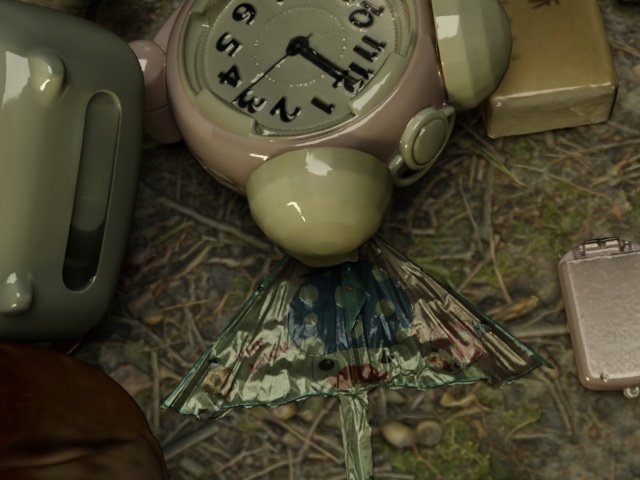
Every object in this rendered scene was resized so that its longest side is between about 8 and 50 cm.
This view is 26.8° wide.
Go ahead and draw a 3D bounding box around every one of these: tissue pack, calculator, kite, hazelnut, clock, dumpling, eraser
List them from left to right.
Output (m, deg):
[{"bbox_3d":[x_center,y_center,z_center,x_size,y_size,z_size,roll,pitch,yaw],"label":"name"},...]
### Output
[{"bbox_3d":[-0.305,0.256,1.187,0.372,0.315,0.372,-3,59,5],"label":"hazelnut"},{"bbox_3d":[-0.297,-0.062,1.305,0.236,0.229,0.333,13,95,40],"label":"tissue pack"},{"bbox_3d":[-0.004,-0.170,1.393,0.326,0.184,0.342,32,80,31],"label":"clock"},{"bbox_3d":[-0.001,-0.001,1.409,0.077,0.043,0.059,-5,46,10],"label":"dumpling"},{"bbox_3d":[0.032,0.119,1.381,0.406,0.014,0.368,-7,66,2],"label":"kite"},{"bbox_3d":[0.228,-0.287,1.505,0.144,0.078,0.343,-9,66,0],"label":"eraser"},{"bbox_3d":[0.300,0.077,1.364,0.100,0.032,0.175,-8,67,2],"label":"calculator"}]

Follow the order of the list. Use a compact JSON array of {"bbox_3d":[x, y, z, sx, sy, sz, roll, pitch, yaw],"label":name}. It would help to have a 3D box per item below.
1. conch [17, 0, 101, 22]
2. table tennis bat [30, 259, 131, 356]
[{"bbox_3d":[-0.338,-0.252,1.501,0.291,0.159,0.210,-7,30,-4],"label":"conch"},{"bbox_3d":[-0.267,0.069,1.429,0.155,0.019,0.098,-40,67,-9],"label":"table tennis bat"}]
